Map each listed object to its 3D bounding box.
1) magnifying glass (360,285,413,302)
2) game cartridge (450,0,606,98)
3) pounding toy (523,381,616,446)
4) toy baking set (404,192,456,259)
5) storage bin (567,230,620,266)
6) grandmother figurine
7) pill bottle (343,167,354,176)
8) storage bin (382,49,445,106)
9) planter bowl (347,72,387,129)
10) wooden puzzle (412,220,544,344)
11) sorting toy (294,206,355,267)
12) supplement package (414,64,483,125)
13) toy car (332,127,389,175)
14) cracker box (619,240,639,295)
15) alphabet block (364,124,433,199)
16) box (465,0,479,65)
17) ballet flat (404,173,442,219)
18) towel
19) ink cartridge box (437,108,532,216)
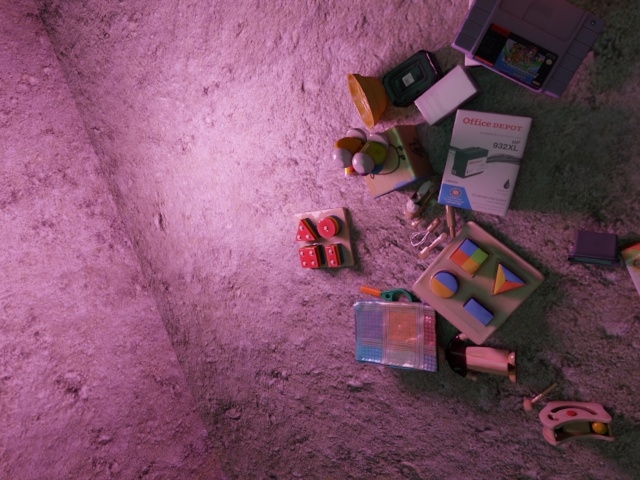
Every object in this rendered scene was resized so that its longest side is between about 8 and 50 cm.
[{"bbox_3d":[0.277,0.230,1.734,0.230,0.026,0.092,12,111,27],"label":"magnifying glass"},{"bbox_3d":[0.581,-0.581,1.173,0.355,0.068,0.230,25,104,-3],"label":"game cartridge"},{"bbox_3d":[0.833,0.592,1.410,0.269,0.154,0.155,-10,99,34],"label":"pounding toy"},{"bbox_3d":[0.414,-0.063,1.545,0.196,0.030,0.256,-13,86,42],"label":"toy baking set"},{"bbox_3d":[0.848,0.025,1.277,0.135,0.098,0.091,9,81,31],"label":"storage bin"},{"bbox_3d":[0.558,0.445,1.576,0.342,0.104,0.208,-2,95,30],"label":"grandmother figurine"},{"bbox_3d":[0.115,-0.299,1.662,0.043,0.043,0.083,6,107,31],"label":"pill bottle"},{"bbox_3d":[0.321,-0.556,1.430,0.180,0.084,0.122,-26,90,34],"label":"storage bin"},{"bbox_3d":[0.182,-0.520,1.497,0.090,0.217,0.217,-26,90,-1],"label":"planter bowl"},{"bbox_3d":[0.547,0.157,1.472,0.322,0.080,0.348,41,110,15],"label":"wooden puzzle"},{"bbox_3d":[0.000,0.000,1.797,0.257,0.089,0.256,-5,101,34],"label":"sorting toy"},{"bbox_3d":[0.426,-0.478,1.374,0.179,0.105,0.105,-34,84,35],"label":"supplement package"},{"bbox_3d":[0.136,-0.277,1.378,0.182,0.159,0.136,19,148,26],"label":"toy car"},{"bbox_3d":[1.008,0.104,1.206,0.155,0.067,0.232,-24,90,36],"label":"cracker box"},{"bbox_3d":[0.263,-0.284,1.483,0.192,0.193,0.197,-23,91,34],"label":"alphabet block"},{"bbox_3d":[0.512,-0.645,1.263,0.103,0.114,0.203,8,111,30],"label":"box"},{"bbox_3d":[0.361,-0.159,1.514,0.073,0.067,0.206,50,124,29],"label":"ballet flat"},{"bbox_3d":[0.297,0.383,1.682,0.370,0.040,0.272,-4,85,37],"label":"towel"},{"bbox_3d":[0.531,-0.258,1.346,0.223,0.129,0.308,15,110,21],"label":"ink cartridge box"}]
